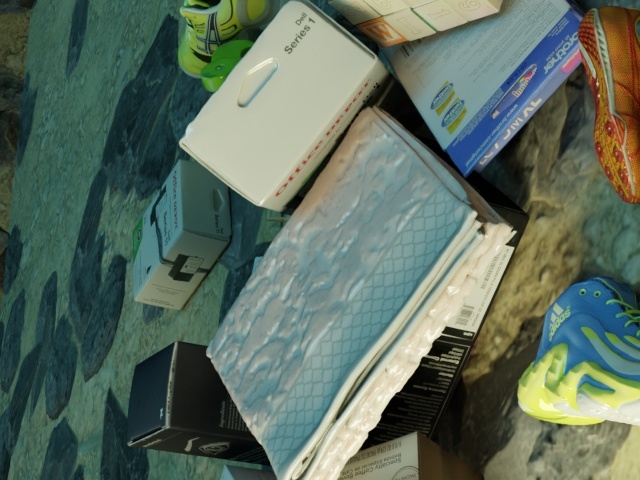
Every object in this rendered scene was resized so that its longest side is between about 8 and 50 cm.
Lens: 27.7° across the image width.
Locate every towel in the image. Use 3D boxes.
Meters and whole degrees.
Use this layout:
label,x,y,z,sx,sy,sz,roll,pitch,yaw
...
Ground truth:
label,x,y,z,sx,sy,sz,roll,pitch,yaw
towel,0.018,0.051,1.285,0.332,0.053,0.317,-55,28,9

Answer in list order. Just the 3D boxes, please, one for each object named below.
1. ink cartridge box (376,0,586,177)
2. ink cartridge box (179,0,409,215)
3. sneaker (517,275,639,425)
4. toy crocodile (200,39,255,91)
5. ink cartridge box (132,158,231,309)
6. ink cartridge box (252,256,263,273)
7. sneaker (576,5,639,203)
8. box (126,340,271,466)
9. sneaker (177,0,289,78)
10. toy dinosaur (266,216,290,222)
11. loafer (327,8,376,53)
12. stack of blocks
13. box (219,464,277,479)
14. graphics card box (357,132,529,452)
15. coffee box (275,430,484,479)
label,x,y,z,sx,sy,sz,roll,pitch,yaw
ink cartridge box,0.170,-0.198,1.325,0.186,0.065,0.311,-49,31,18
ink cartridge box,-0.019,-0.137,1.452,0.201,0.117,0.278,-51,-10,5
sneaker,0.237,0.084,1.045,0.240,0.091,0.126,-14,65,64
toy crocodile,-0.096,-0.194,1.908,0.340,0.105,0.115,-122,9,-57
ink cartridge box,-0.227,-0.009,2.099,0.208,0.087,0.153,-51,35,42
ink cartridge box,-0.032,0.028,1.702,0.171,0.056,0.235,-1,78,65
sneaker,0.269,-0.119,1.122,0.064,0.067,0.175,151,113,-81
box,-0.116,0.205,1.600,0.153,0.207,0.108,-31,51,58
sneaker,-0.162,-0.374,2.079,0.385,0.147,0.145,-32,51,59
toy dinosaur,0.000,0.000,1.567,0.064,0.112,0.211,-55,9,6
loafer,-0.003,-0.186,1.697,0.087,0.094,0.251,26,99,65
stack of blocks,0.158,-0.314,1.298,0.297,0.087,0.171,-9,54,49
box,-0.062,0.383,1.499,0.182,0.119,0.181,44,117,62
graphics card box,0.071,0.085,1.398,0.370,0.094,0.233,-70,24,16
coffee box,0.007,0.315,1.238,0.297,0.119,0.168,-23,47,29
